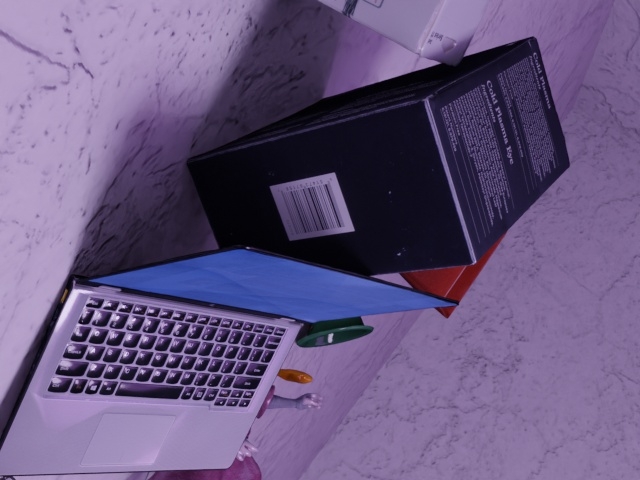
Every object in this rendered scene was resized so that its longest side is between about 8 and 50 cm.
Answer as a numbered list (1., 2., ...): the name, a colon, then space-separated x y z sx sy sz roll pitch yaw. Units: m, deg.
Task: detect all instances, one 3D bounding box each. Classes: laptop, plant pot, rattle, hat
1. laptop: -0.107 0.170 0.931 0.381 0.236 0.408 17 103 -47
2. plant pot: 0.267 -0.005 1.827 0.267 0.235 0.267 -55 162 -2
3. rattle: -0.132 0.317 1.505 0.200 0.142 0.130 -54 176 -36
4. hat: 0.029 0.135 1.807 0.208 0.184 0.173 -17 163 17

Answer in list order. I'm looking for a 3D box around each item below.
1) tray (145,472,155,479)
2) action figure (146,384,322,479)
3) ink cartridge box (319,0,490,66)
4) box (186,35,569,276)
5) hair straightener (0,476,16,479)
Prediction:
1. tray: -0.246 0.411 1.561 0.270 0.030 0.145 -26 145 -58
2. action figure: -0.177 0.336 1.393 0.248 0.275 0.371 16 84 -62
3. ink cartridge box: 0.062 -0.276 0.837 0.087 0.208 0.153 -62 162 19
4. box: 0.079 -0.093 0.957 0.312 0.343 0.179 -36 111 -48
5. hair straightener: -0.451 0.399 0.973 0.230 0.047 0.089 -56 152 -17
